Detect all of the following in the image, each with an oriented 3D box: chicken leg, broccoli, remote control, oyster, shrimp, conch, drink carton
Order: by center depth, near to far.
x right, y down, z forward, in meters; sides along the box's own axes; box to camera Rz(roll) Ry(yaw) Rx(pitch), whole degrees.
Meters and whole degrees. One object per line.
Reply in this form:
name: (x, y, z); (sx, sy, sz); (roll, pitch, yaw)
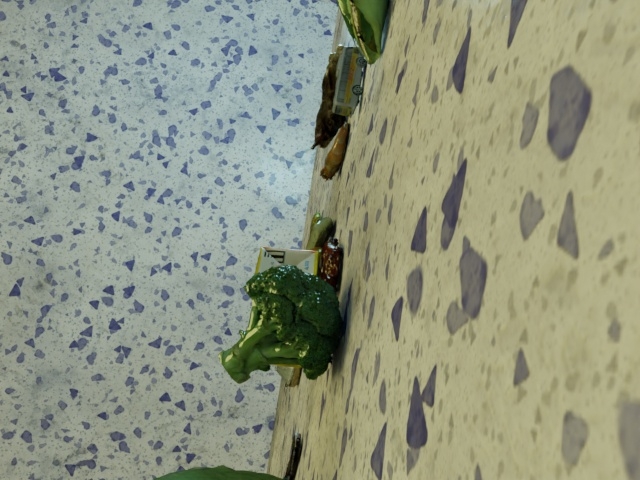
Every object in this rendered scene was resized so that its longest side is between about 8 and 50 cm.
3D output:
broccoli: (-0.074, 0.185, 1.181); (0.270, 0.270, 0.270); (-37, -1, -8)
conch: (0.083, -0.526, 1.268); (0.143, 0.137, 0.251); (108, 170, -60)
chicken leg: (0.027, 0.052, 1.399); (0.093, 0.053, 0.205); (82, -166, -49)
drink carton: (-0.080, 0.182, 1.487); (0.111, 0.154, 0.351); (-82, -5, -48)
remote control: (-0.081, 0.636, 1.657); (0.059, 0.028, 0.212); (-86, 7, -60)
shrimp: (0.045, -0.273, 1.792); (0.236, 0.053, 0.133); (111, 166, -55)
oyster: (0.050, -0.459, 1.872); (0.221, 0.096, 0.361); (-78, 1, -56)

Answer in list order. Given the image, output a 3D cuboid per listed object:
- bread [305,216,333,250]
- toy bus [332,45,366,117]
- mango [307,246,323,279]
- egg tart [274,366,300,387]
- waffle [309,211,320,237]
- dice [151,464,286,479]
bread: (0.003, -0.004, 1.722); (0.112, 0.036, 0.193); (-45, -16, -37)
toy bus: (0.077, -0.422, 1.545); (0.064, 0.075, 0.191); (110, 167, -72)
mango: (-0.014, 0.075, 1.629); (0.165, 0.089, 0.115); (-158, 86, -82)
egg tart: (-0.112, 0.418, 2.122); (0.234, 0.094, 0.234); (-168, 90, -85)
waffle: (-0.024, -0.022, 2.270); (0.183, 0.036, 0.169); (126, 151, -82)
dice: (-0.163, 0.577, 0.938); (0.322, 0.318, 0.331); (177, 102, -86)
